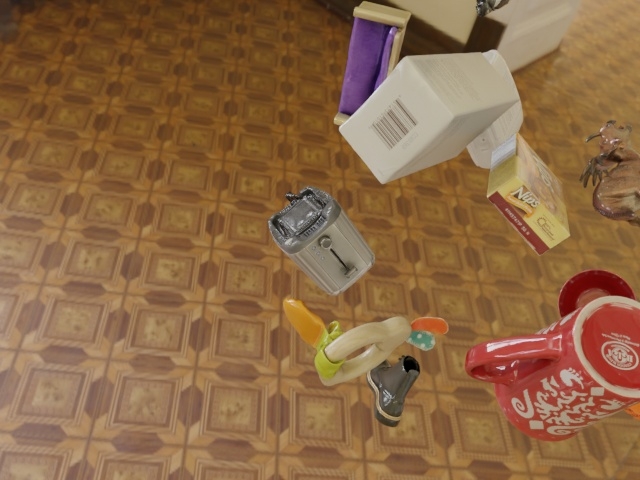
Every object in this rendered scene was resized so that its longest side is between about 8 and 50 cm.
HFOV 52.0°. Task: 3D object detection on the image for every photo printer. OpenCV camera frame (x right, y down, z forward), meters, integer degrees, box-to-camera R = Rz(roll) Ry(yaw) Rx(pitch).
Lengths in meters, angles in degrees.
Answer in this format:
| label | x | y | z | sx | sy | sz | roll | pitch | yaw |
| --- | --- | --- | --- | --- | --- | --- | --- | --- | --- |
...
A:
| label | x | y | z | sx | sy | sz | roll | pitch | yaw |
| --- | --- | --- | --- | --- | --- | --- | --- | --- | --- |
| photo printer | 0.490 | -0.392 | 1.902 | 0.107 | 0.256 | 0.307 | -10 | 32 | 37 |

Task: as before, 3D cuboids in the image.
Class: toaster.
| label | x | y | z | sx | sy | sz | roll | pitch | yaw |
| --- | --- | --- | --- | --- | --- | --- | --- | --- | --- |
| toaster | 0.000 | 0.000 | 1.186 | 0.129 | 0.146 | 0.227 | -41 | 25 | -3 |

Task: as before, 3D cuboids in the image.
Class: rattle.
| label | x | y | z | sx | sy | sz | roll | pitch | yaw |
| --- | --- | --- | --- | --- | --- | --- | --- | --- | --- |
| rattle | 0.068 | 0.123 | 0.985 | 0.199 | 0.130 | 0.143 | -27 | 42 | -9 |

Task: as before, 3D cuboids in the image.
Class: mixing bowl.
| label | x | y | z | sx | sy | sz | roll | pitch | yaw |
| --- | --- | --- | --- | --- | --- | --- | --- | --- | --- |
| mixing bowl | 0.695 | 0.166 | 1.652 | 0.181 | 0.181 | 0.098 | 39 | 8 | 22 |

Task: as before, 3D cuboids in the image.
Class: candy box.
| label | x | y | z | sx | sy | sz | roll | pitch | yaw |
| --- | --- | --- | --- | --- | --- | --- | --- | --- | --- |
| candy box | 0.484 | -0.118 | 1.533 | 0.183 | 0.087 | 0.316 | 47 | 29 | -9 |

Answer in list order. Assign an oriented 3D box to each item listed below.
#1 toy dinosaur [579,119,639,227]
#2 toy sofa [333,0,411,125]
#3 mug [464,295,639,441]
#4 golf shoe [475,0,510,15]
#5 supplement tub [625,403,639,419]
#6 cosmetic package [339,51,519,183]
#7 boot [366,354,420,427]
| label | x | y | z | sx | sy | sz | roll | pitch | yaw |
| --- | --- | --- | --- | --- | --- | --- | --- | --- | --- |
| toy dinosaur | 0.607 | -0.109 | 1.330 | 0.200 | 0.127 | 0.296 | 21 | 46 | 24 |
| toy sofa | 0.142 | -0.491 | 1.916 | 0.150 | 0.362 | 0.177 | 17 | 38 | 9 |
| mug | 0.234 | 0.129 | 0.629 | 0.150 | 0.169 | 0.113 | -15 | 68 | -13 |
| golf shoe | 0.355 | -0.502 | 1.330 | 0.094 | 0.077 | 0.198 | -18 | 23 | 16 |
| supplement tub | 0.556 | 0.198 | 1.050 | 0.190 | 0.117 | 0.117 | -35 | 63 | -30 |
| cosmetic package | 0.243 | -0.269 | 1.393 | 0.156 | 0.217 | 0.385 | 53 | 35 | 8 |
| boot | 0.159 | 0.270 | 1.354 | 0.077 | 0.137 | 0.198 | 17 | 23 | -14 |
